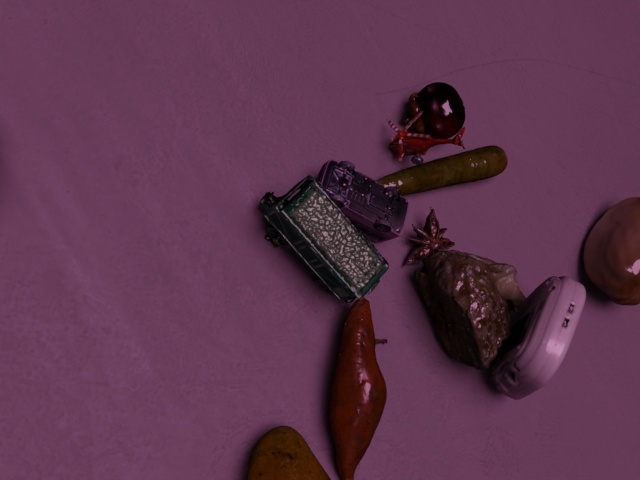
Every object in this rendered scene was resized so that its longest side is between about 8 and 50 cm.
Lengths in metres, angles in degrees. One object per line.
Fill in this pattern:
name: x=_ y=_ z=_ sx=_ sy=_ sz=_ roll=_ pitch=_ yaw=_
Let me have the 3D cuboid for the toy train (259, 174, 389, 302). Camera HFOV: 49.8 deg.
toy train: x=0.000 y=0.000 z=1.307 sx=0.269 sy=0.154 sz=0.115 roll=49 pitch=62 yaw=-7

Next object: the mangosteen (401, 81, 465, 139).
mangosteen: x=0.245 y=-0.280 z=1.509 sx=0.140 sy=0.140 sz=0.140 roll=6 pitch=76 yaw=-24

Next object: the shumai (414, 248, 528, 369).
shumai: x=0.333 y=0.121 z=1.415 sx=0.218 sy=0.189 sz=0.255 roll=-24 pitch=96 yaw=-26

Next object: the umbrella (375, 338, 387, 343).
umbrella: x=0.099 y=0.203 z=1.379 sx=0.083 sy=0.031 sz=0.020 roll=6 pitch=44 yaw=-26

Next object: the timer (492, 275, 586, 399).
timer: x=0.440 y=0.197 z=1.412 sx=0.087 sy=0.262 sz=0.237 roll=28 pitch=66 yaw=8

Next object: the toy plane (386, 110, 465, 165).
toy plane: x=0.222 y=-0.211 z=1.437 sx=0.077 sy=0.194 sz=0.126 roll=40 pitch=47 yaw=-39

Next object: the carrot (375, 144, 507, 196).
carrot: x=0.257 y=-0.143 z=1.504 sx=0.359 sy=0.074 sz=0.074 roll=-16 pitch=85 yaw=-24

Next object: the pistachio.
pistachio: x=0.736 y=0.029 z=1.647 sx=0.288 sy=0.197 sz=0.166 roll=-61 pitch=149 yaw=-34

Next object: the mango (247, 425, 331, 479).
mango: x=-0.028 y=0.489 z=1.183 sx=0.329 sy=0.176 sz=0.176 roll=65 pitch=18 yaw=1

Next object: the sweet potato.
sweet potato: x=0.071 y=0.287 z=1.293 sx=0.112 sy=0.112 sz=0.359 roll=7 pitch=87 yaw=-23

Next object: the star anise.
star anise: x=0.221 y=0.010 z=1.463 sx=0.129 sy=0.056 sz=0.124 roll=-45 pitch=118 yaw=-15

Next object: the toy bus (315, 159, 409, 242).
toy bus: x=0.072 y=-0.076 z=1.384 sx=0.199 sy=0.108 sz=0.096 roll=26 pitch=64 yaw=-20
